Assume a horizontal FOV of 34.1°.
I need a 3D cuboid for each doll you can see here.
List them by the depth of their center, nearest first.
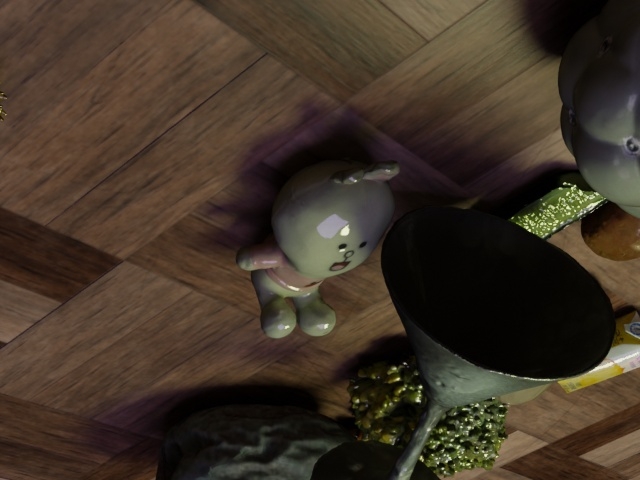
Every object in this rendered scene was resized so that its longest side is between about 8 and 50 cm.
[{"bbox_3d":[-0.006,-0.007,1.143,0.154,0.113,0.275,-4,139,-30],"label":"doll"}]

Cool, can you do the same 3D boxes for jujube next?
[{"bbox_3d":[-0.082,0.352,1.527,0.308,0.215,0.247,12,117,-16],"label":"jujube"}]

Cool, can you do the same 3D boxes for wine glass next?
[{"bbox_3d":[0.136,0.197,1.221,0.267,0.267,0.406,4,129,-21],"label":"wine glass"}]

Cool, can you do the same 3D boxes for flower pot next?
[{"bbox_3d":[0.339,-0.131,0.949,0.246,0.246,0.195,-13,170,1],"label":"flower pot"}]

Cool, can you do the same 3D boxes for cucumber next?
[{"bbox_3d":[0.236,-0.022,1.244,0.220,0.046,0.070,-37,136,29],"label":"cucumber"}]

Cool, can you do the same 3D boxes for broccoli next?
[{"bbox_3d":[0.154,0.274,1.518,0.242,0.180,0.273,17,137,-36],"label":"broccoli"}]

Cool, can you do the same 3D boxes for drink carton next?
[{"bbox_3d":[0.436,0.154,1.525,0.200,0.075,0.084,-24,144,15],"label":"drink carton"}]

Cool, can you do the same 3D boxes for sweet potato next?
[{"bbox_3d":[0.410,-0.066,1.190,0.097,0.097,0.292,18,135,-36],"label":"sweet potato"}]

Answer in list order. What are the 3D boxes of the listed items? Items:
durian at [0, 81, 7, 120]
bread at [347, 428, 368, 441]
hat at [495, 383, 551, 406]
[{"bbox_3d":[-0.341,-0.119,0.887,0.146,0.102,0.208,17,133,-26],"label":"durian"},{"bbox_3d":[0.085,0.371,1.670,0.169,0.140,0.160,-6,156,-15],"label":"bread"},{"bbox_3d":[0.312,0.142,1.429,0.166,0.144,0.173,21,146,-36],"label":"hat"}]
